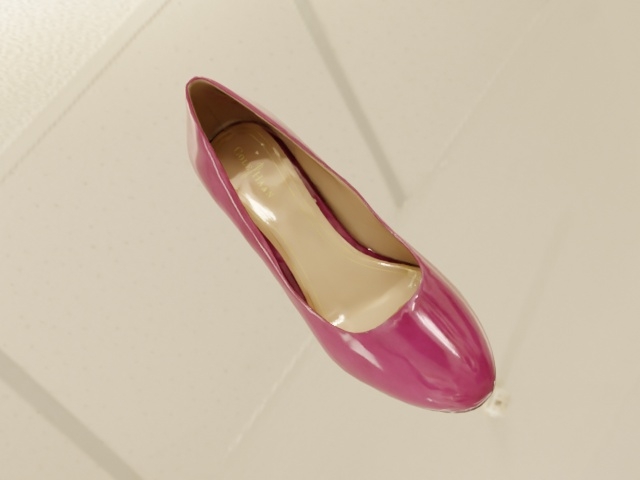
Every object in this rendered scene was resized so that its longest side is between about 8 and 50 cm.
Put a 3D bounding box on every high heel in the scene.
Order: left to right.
[{"bbox_3d":[0.000,0.000,0.901,0.127,0.377,0.181,-45,-38,-9],"label":"high heel"}]
